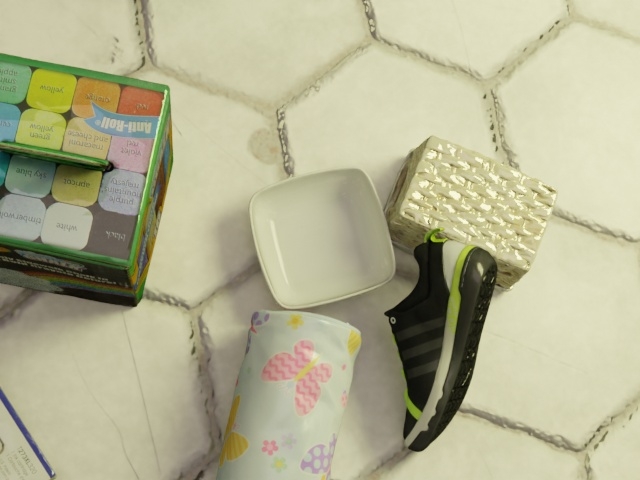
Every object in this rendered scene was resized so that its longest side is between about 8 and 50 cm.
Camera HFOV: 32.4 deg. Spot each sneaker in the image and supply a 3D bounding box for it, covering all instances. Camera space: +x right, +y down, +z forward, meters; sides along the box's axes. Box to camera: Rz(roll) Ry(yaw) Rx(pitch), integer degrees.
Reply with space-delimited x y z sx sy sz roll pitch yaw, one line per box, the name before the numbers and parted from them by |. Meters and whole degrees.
sneaker | 0.112 0.101 1.147 0.097 0.084 0.234 19 103 22

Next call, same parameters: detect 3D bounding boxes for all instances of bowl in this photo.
bowl | 0.000 0.000 1.183 0.142 0.053 0.142 -15 79 -5

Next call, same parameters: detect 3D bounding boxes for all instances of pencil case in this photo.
pencil case | -0.034 0.205 1.103 0.124 0.113 0.273 14 75 -15

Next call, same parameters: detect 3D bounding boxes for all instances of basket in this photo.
basket | 0.161 -0.031 1.191 0.167 0.103 0.113 24 75 -3

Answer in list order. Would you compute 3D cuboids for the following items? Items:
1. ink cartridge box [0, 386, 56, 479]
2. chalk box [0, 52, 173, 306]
ink cartridge box | -0.456 0.257 1.034 0.371 0.069 0.175 -31 83 -25
chalk box | -0.243 -0.059 1.045 0.180 0.289 0.179 12 75 -5
